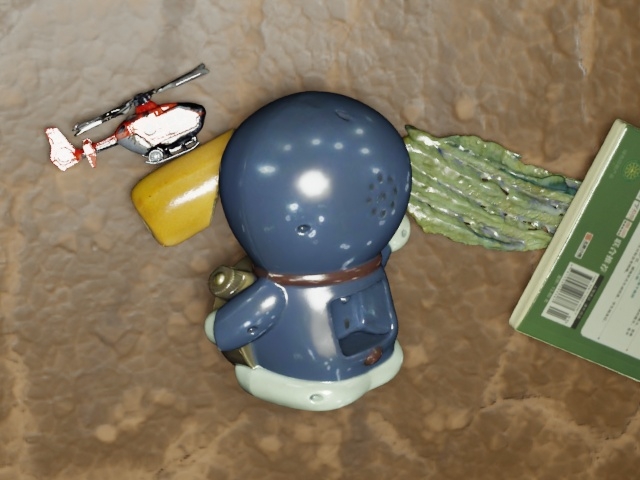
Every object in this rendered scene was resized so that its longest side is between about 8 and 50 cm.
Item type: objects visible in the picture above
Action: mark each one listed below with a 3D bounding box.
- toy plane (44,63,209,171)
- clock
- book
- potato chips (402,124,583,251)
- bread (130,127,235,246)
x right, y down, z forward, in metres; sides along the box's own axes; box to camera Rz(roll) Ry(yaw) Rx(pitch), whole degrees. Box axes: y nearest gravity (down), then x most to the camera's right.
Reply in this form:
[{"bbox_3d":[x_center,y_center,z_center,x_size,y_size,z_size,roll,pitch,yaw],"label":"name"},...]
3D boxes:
[{"bbox_3d":[-0.148,-0.089,1.207,0.145,0.037,0.060,-22,104,-5],"label":"toy plane"},{"bbox_3d":[0.000,0.000,1.200,0.199,0.146,0.243,-19,116,-38],"label":"clock"},{"bbox_3d":[0.320,0.034,1.318,0.264,0.027,0.202,22,101,-21],"label":"book"},{"bbox_3d":[0.154,-0.033,1.282,0.207,0.028,0.092,18,96,-14],"label":"potato chips"},{"bbox_3d":[-0.101,-0.041,1.216,0.103,0.049,0.062,-29,78,1],"label":"bread"}]
